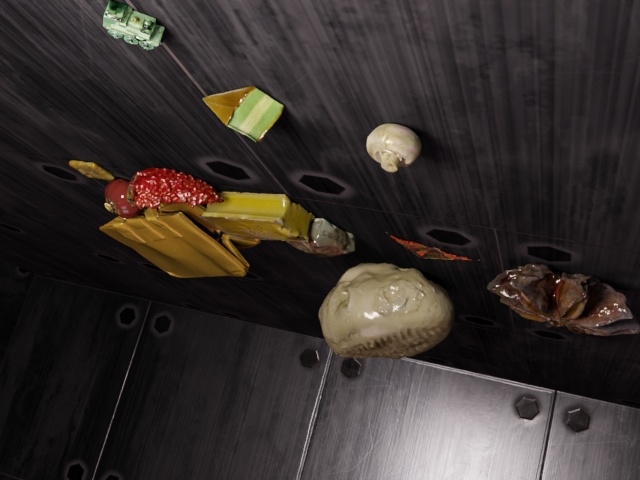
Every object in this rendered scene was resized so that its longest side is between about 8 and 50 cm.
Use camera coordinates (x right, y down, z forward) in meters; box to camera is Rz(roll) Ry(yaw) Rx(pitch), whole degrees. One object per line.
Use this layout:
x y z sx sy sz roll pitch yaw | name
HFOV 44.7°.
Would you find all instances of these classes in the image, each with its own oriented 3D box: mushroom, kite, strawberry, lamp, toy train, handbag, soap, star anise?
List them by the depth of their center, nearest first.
-0.252 -0.289 1.051 0.083 0.033 0.053 18 162 -10 | toy train
0.110 -0.139 1.174 0.084 0.067 0.083 17 159 7 | mushroom
0.522 0.126 1.660 0.332 0.117 0.331 21 172 3 | star anise
-0.324 -0.120 1.699 0.208 0.087 0.167 -7 -167 -18 | strawberry
-0.142 -0.051 1.745 0.233 0.076 0.135 6 162 34 | soap
0.243 0.027 1.786 0.222 0.008 0.125 16 168 -3 | kite
-0.473 -0.100 1.869 0.101 0.090 0.101 36 149 27 | lamp
-0.367 -0.018 2.007 0.283 0.133 0.401 33 158 -36 | handbag

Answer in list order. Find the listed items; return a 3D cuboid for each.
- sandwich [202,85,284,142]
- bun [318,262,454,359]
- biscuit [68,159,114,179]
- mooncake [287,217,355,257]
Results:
-0.124 -0.219 1.237 0.074 0.074 0.116 27 -167 -41 | sandwich
0.175 0.179 2.000 0.326 0.234 0.362 17 151 -34 | bun
-0.539 -0.165 1.834 0.081 0.018 0.083 8 164 24 | biscuit
0.000 0.000 1.799 0.125 0.073 0.130 25 164 -40 | mooncake
